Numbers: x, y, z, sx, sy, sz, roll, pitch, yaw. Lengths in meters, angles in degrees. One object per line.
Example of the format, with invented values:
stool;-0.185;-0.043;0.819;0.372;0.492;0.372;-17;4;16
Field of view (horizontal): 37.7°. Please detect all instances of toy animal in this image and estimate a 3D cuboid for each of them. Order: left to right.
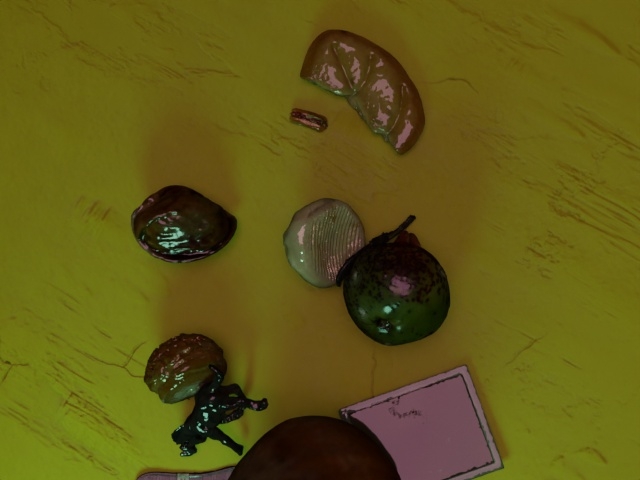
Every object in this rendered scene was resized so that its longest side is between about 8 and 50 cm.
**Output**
toy animal;-0.203;0.340;1.809;0.148;0.084;0.232;6;128;-27

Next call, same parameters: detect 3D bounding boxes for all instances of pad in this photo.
pad;0.163;0.529;1.840;0.157;0.004;0.232;20;85;6

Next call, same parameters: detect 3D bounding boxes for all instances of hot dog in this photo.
hot dog;-0.024;-0.248;1.928;0.083;0.021;0.037;15;86;6

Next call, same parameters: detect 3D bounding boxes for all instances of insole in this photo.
insole;-0.218;0.498;1.864;0.310;0.012;0.110;2;85;3

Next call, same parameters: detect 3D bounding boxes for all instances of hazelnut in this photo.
hazelnut;-0.016;0.498;1.689;0.366;0.366;0.365;0;84;3

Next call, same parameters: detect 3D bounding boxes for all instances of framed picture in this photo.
framed picture;0.196;0.389;1.845;0.274;0.016;0.216;-19;82;1

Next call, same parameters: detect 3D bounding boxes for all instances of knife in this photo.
knife;0.107;0.009;1.858;0.222;0.045;0.021;-40;45;-19

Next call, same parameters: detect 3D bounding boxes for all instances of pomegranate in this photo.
pomegranate;0.155;0.075;1.807;0.214;0.214;0.247;15;51;5

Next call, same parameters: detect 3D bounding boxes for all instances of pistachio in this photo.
pistachio;-0.271;-0.036;1.869;0.210;0.130;0.165;3;76;-12

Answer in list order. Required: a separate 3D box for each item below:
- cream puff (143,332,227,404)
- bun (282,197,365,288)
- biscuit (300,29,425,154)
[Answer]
cream puff;-0.266;0.243;1.833;0.165;0.150;0.115;-6;60;-38
bun;0.000;0.000;1.852;0.183;0.102;0.183;-11;108;-35
biscuit;0.100;-0.319;1.918;0.299;0.045;0.154;39;86;6
